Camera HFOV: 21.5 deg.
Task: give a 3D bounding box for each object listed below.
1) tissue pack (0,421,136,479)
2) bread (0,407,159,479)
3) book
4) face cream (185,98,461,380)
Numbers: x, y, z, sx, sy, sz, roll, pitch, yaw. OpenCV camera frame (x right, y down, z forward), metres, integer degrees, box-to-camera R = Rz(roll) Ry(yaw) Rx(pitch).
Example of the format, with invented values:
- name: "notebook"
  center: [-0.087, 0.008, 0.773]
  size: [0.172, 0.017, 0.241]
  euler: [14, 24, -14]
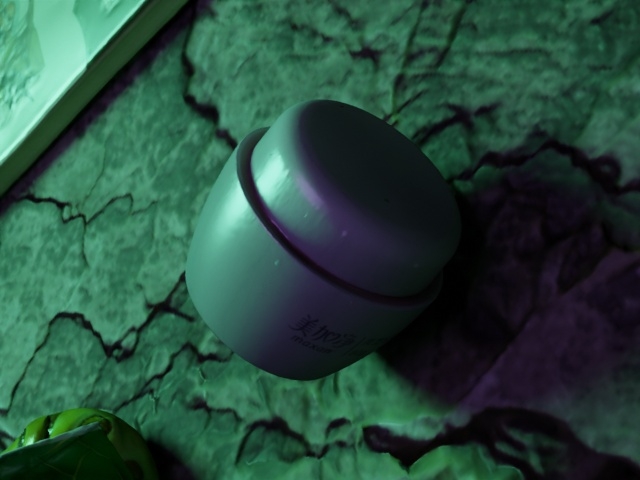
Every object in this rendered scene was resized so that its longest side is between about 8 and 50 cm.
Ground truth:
- name: "tissue pack"
  center: [-0.135, 0.220, 0.774]
  size: [0.148, 0.156, 0.209]
  euler: [-42, 75, 28]
- name: "bread"
  center: [-0.147, 0.158, 0.914]
  size: [0.139, 0.071, 0.130]
  euler: [-20, 67, 38]
- name: "book"
  center: [-0.178, -0.164, 1.085]
  size: [0.264, 0.027, 0.202]
  euler: [-41, 50, 26]
- name: "face cream"
  center: [0.000, 0.000, 0.794]
  size: [0.104, 0.117, 0.117]
  euler: [-49, 48, 30]
